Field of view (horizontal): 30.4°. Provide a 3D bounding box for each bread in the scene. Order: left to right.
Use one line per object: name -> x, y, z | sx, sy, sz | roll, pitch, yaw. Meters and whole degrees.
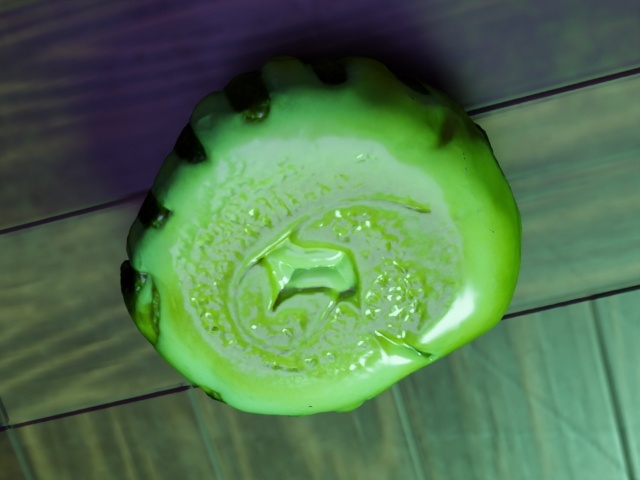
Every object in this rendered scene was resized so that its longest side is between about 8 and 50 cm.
bread -> 0.000, 0.000, 0.425 | 0.130, 0.071, 0.139 | 36, 107, -11
